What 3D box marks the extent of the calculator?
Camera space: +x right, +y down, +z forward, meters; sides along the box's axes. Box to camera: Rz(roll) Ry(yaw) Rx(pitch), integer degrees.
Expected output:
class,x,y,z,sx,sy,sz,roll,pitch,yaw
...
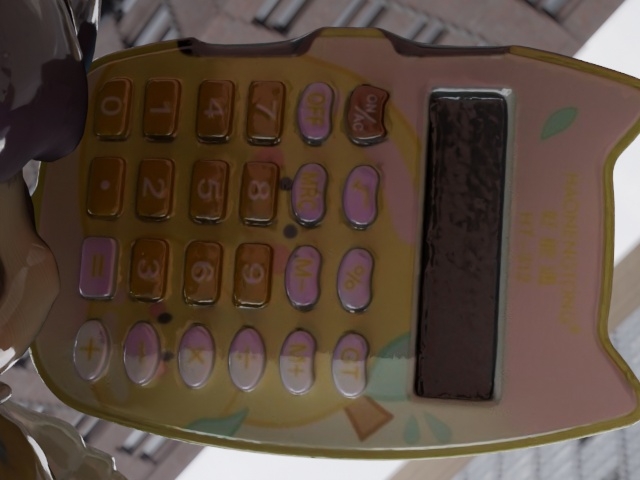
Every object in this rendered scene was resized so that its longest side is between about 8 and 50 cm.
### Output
class,x,y,z,sx,sy,sz,roll,pitch,yaw
calculator,0.000,0.000,0.542,0.237,0.157,0.033,3,173,9

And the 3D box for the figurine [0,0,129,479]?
class,x,y,z,sx,sy,sz,roll,pitch,yaw
figurine,-0.130,0.028,0.481,0.365,0.206,0.218,65,-150,-12
